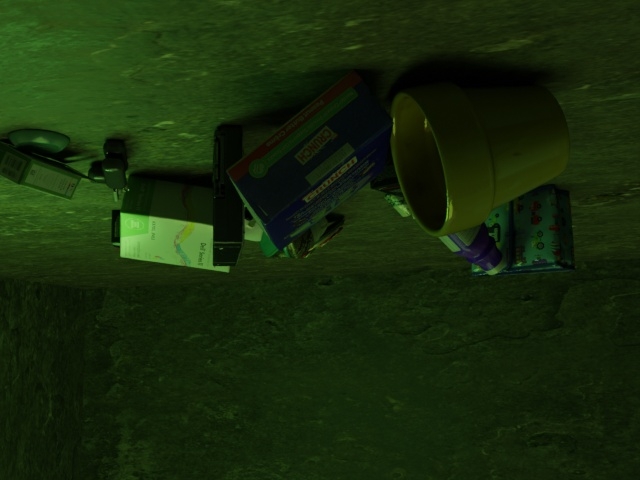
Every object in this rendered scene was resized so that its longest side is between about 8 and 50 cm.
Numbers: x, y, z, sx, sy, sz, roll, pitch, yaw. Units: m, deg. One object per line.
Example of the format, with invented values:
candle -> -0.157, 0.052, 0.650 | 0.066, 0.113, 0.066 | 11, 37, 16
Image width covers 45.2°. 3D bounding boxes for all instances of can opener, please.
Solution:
can opener -> -0.464, -0.148, 1.687 | 0.093, 0.074, 0.280 | 2, 170, -16

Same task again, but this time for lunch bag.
lunch bag -> 0.539, -0.017, 2.144 | 0.293, 0.220, 0.138 | -9, 168, 37

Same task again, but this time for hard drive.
hard drive -> -0.198, -0.081, 1.630 | 0.064, 0.236, 0.339 | 0, 170, -8

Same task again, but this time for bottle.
bottle -> 0.382, -0.021, 2.038 | 0.283, 0.118, 0.092 | 42, 151, -20

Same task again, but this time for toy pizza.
toy pizza -> 0.000, 0.000, 2.424 | 0.201, 0.032, 0.201 | -35, -174, 4

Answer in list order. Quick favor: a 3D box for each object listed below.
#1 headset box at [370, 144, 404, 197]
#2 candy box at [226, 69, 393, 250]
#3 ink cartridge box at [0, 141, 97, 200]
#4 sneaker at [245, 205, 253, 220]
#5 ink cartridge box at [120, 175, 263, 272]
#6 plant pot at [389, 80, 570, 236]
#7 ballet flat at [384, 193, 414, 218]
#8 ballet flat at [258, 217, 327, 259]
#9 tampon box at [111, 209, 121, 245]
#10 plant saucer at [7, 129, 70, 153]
headset box -> 0.275, -0.152, 1.629 | 0.218, 0.110, 0.293 | -9, 168, 40
candy box -> -0.013, -0.124, 1.354 | 0.268, 0.122, 0.317 | -38, 173, -5
ink cartridge box -> -0.587, -0.140, 1.630 | 0.109, 0.062, 0.209 | 26, -178, 23
sneaker -> -0.084, -0.106, 1.804 | 0.276, 0.135, 0.098 | -6, 167, 22
ink cartridge box -> -0.314, -0.031, 1.928 | 0.354, 0.119, 0.207 | 8, 145, -8
plant pot -> 0.269, -0.156, 1.287 | 0.239, 0.253, 0.254 | -16, 173, -9
ballet flat -> 0.253, -0.093, 2.134 | 0.188, 0.070, 0.070 | 6, 168, -37
ballet flat -> -0.075, -0.033, 2.286 | 0.182, 0.164, 0.483 | -21, 180, -11
tampon box -> -0.540, -0.030, 2.304 | 0.161, 0.101, 0.120 | 1, 170, -8
plant saucer -> -0.566, -0.196, 1.546 | 0.119, 0.021, 0.119 | -2, 170, 0
